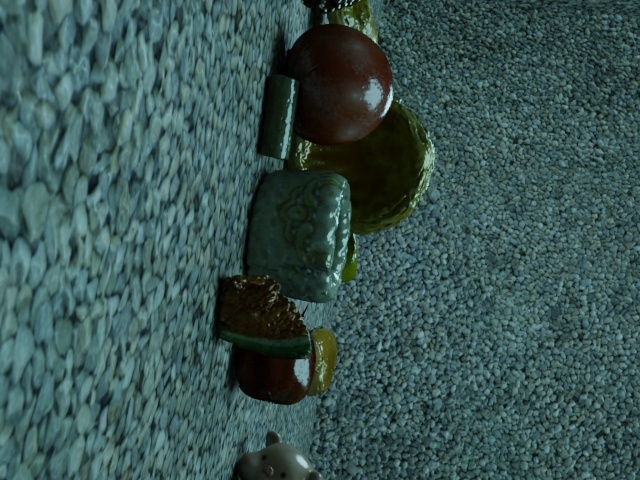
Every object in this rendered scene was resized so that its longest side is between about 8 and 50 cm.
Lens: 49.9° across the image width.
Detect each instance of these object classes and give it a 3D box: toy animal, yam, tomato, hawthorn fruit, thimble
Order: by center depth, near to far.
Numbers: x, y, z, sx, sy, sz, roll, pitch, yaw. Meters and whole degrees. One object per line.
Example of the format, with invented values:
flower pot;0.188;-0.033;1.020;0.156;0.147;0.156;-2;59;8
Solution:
yam;-0.084;-0.252;1.421;0.068;0.068;0.169;-32;131;-81
hawthorn fruit;-0.083;0.241;1.501;0.181;0.181;0.235;71;43;-76
thimble;-0.045;-0.006;1.516;0.291;0.195;0.292;7;90;-79
tomato;0.040;-0.341;1.525;0.265;0.264;0.265;8;90;-83
toy animal;-0.112;0.628;1.670;0.229;0.210;0.221;-33;133;-33

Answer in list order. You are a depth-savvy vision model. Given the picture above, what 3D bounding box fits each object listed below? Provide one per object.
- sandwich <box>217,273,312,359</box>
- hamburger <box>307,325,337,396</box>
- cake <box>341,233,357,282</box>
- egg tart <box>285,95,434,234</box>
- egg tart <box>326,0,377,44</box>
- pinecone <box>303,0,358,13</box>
sandwich;-0.099;0.138;1.300;0.109;0.184;0.160;-86;-175;-75
hamburger;-0.032;0.399;2.320;0.245;0.155;0.282;68;26;-63
cake;0.000;0.000;1.852;0.156;0.179;0.261;84;-1;-54
egg tart;0.099;-0.204;1.762;0.169;0.387;0.388;-117;-145;-86
egg tart;0.088;-0.600;1.896;0.294;0.123;0.294;-15;90;-79
pinecone;0.014;-0.586;1.443;0.184;0.179;0.205;138;-53;-66
